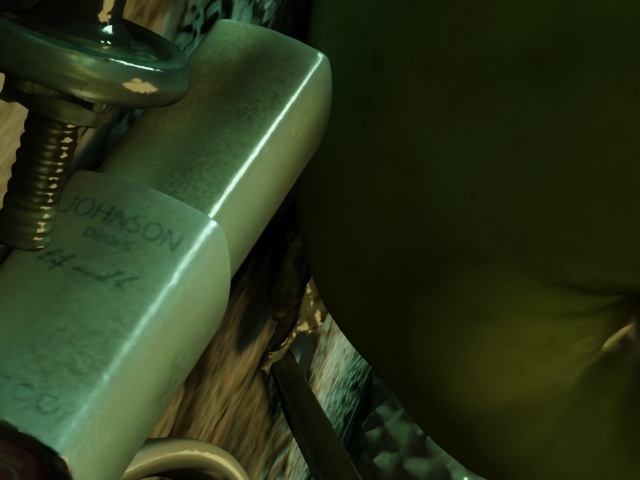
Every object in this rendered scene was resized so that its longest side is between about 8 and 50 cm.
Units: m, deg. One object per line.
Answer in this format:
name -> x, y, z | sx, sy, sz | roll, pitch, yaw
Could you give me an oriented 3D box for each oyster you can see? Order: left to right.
oyster -> 0.003, 0.000, 1.163 | 0.108, 0.053, 0.166 | -21, 141, -49

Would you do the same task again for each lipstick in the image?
lipstick -> -0.074, 0.007, 0.793 | 0.077, 0.079, 0.253 | 96, 18, -46

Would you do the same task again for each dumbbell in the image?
dumbbell -> -0.064, -0.115, 0.623 | 0.081, 0.081, 0.254 | -31, 141, -70

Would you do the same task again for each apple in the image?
apple -> 0.207, -0.084, 1.021 | 0.473, 0.473, 0.474 | 22, 90, -77

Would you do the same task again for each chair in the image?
chair -> -0.011, 0.228, 1.231 | 0.147, 0.270, 0.136 | -30, 159, -9

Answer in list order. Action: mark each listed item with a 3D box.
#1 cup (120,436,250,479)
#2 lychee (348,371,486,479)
cup -> -0.066, 0.237, 0.885 | 0.257, 0.219, 0.290 | -21, 99, -46
lychee -> 0.208, 0.181, 1.624 | 0.432, 0.380, 0.380 | -41, 155, -31
